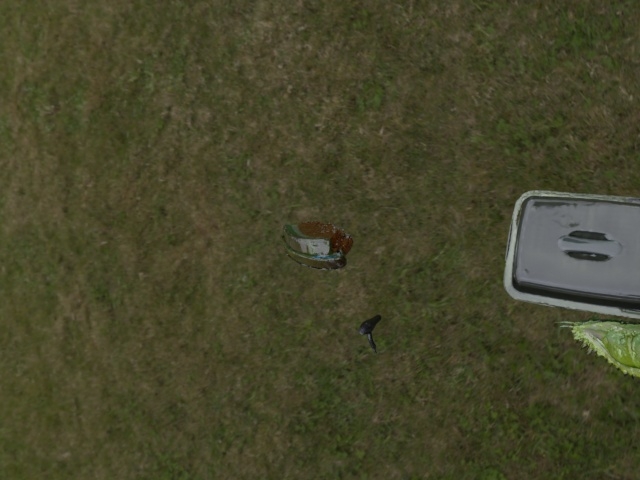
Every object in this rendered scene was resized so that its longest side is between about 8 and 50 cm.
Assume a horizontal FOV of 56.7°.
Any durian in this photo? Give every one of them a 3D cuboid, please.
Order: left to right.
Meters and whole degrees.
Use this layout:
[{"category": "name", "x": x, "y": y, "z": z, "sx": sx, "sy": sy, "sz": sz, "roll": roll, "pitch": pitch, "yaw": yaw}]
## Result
[{"category": "durian", "x": 0.753, "y": 0.226, "z": 1.396, "sx": 0.158, "sy": 0.352, "sz": 0.169, "roll": -44, "pitch": 100, "yaw": -15}]

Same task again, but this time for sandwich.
[{"category": "sandwich", "x": -0.005, "y": 0.002, "z": 1.568, "sx": 0.235, "sy": 0.159, "sz": 0.079, "roll": 40, "pitch": 152, "yaw": 56}]

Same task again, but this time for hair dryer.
[{"category": "hair dryer", "x": 0.125, "y": 0.224, "z": 1.410, "sx": 0.031, "sy": 0.079, "sz": 0.083, "roll": -5, "pitch": 105, "yaw": 42}]

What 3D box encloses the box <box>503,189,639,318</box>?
[{"category": "box", "x": 0.497, "y": 0.022, "z": 1.100, "sx": 0.291, "sy": 0.166, "sz": 0.220, "roll": 7, "pitch": 83, "yaw": 26}]
